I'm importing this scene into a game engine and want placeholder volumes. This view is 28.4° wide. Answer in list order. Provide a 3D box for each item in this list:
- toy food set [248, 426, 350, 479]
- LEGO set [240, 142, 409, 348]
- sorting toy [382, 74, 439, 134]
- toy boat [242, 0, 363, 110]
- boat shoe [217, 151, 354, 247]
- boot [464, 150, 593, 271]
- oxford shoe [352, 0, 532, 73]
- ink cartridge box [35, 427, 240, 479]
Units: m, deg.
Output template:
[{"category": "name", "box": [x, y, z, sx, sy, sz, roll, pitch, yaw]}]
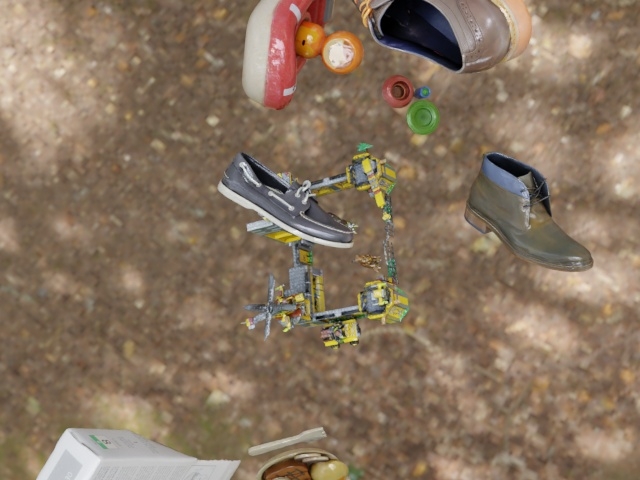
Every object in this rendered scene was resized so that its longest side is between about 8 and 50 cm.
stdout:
[{"category": "toy food set", "box": [-0.026, 0.340, 1.824, 0.132, 0.038, 0.192, -17, 144, 5]}, {"category": "LEGO set", "box": [0.000, 0.000, 2.039, 0.255, 0.331, 0.192, -4, 168, 29]}, {"category": "sorting toy", "box": [0.132, -0.201, 1.857, 0.102, 0.061, 0.042, 49, 168, -10]}, {"category": "toy boat", "box": [-0.013, -0.273, 1.744, 0.151, 0.231, 0.151, 20, 140, 10]}, {"category": "boat shoe", "box": [-0.040, -0.054, 1.710, 0.206, 0.075, 0.065, 27, 104, 13]}, {"category": "boot", "box": [0.293, -0.040, 1.766, 0.219, 0.082, 0.106, 30, 129, 35]}, {"category": "oxford shoe", "box": [0.087, -0.326, 1.586, 0.364, 0.133, 0.130, 35, 138, 27]}, {"category": "ink cartridge box", "box": [-0.191, 0.260, 1.163, 0.056, 0.181, 0.225, 35, -171, 27]}]
